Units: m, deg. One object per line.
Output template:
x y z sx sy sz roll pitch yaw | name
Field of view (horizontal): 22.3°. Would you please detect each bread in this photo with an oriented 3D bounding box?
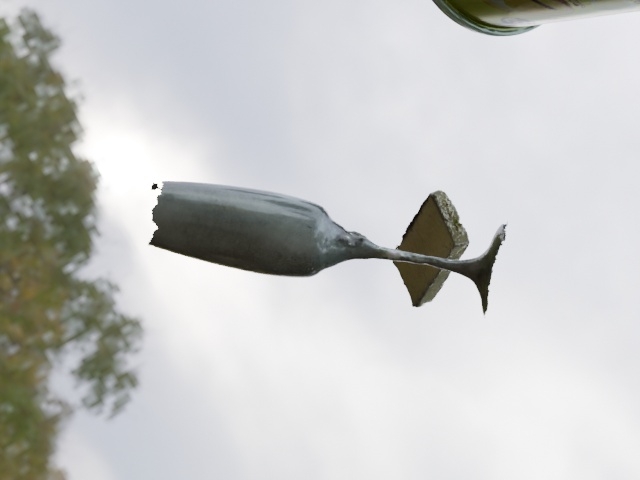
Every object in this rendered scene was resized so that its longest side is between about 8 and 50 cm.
0.115 0.010 1.706 0.154 0.028 0.068 114 -43 -59 | bread

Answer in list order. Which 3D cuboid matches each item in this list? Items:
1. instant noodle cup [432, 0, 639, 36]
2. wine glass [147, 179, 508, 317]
0.252 -0.337 1.529 0.221 0.311 0.311 12 -52 48 | instant noodle cup
0.000 0.000 1.176 0.262 0.074 0.074 10 -39 2 | wine glass
